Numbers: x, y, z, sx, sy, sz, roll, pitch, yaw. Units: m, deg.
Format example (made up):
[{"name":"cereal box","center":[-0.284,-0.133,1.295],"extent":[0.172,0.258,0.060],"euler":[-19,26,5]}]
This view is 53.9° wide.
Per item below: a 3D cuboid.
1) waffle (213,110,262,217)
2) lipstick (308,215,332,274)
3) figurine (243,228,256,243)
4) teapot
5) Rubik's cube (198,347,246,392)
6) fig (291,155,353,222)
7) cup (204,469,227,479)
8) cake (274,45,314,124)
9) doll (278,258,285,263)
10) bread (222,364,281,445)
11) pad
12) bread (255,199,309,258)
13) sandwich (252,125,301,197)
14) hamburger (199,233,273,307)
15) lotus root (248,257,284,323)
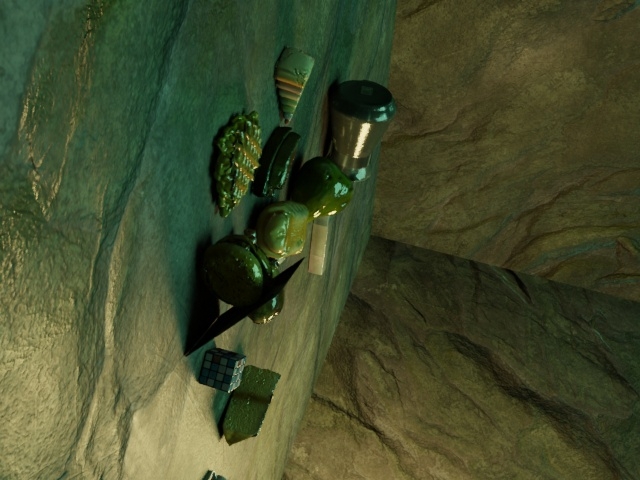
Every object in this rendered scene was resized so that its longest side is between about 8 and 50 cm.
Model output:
[{"name":"waffle","center":[-0.198,-0.189,1.524],"extent":[0.243,0.059,0.237],"euler":[97,10,-45]},{"name":"lipstick","center":[0.000,0.000,2.687],"extent":[0.066,0.068,0.317],"euler":[-62,162,-54]},{"name":"figurine","center":[-0.206,0.062,1.705],"extent":[0.147,0.094,0.197],"euler":[-98,-177,-54]},{"name":"teapot","center":[0.129,-0.432,2.429],"extent":[0.300,0.254,0.344],"euler":[-109,-155,-44]},{"name":"Rubik's cube","center":[-0.270,0.356,1.739],"extent":[0.092,0.092,0.092],"euler":[8,97,-79]},{"name":"fig","center":[-0.027,-0.143,2.145],"extent":[0.275,0.206,0.206],"euler":[-46,168,1]},{"name":"cup","center":[-0.347,0.796,2.015],"extent":[0.116,0.074,0.104],"euler":[-21,101,-71]},{"name":"cake","center":[-0.065,-0.428,1.773],"extent":[0.225,0.090,0.109],"euler":[86,18,-61]},{"name":"doll","center":[-0.132,0.042,2.113],"extent":[0.135,0.072,0.113],"euler":[90,26,-67]},{"name":"bread","center":[-0.227,0.566,2.109],"extent":[0.178,0.136,0.240],"euler":[92,14,-50]},{"name":"pad","center":[-0.188,0.165,1.582],"extent":[0.330,0.004,0.220],"euler":[-35,-171,26]},{"name":"bread","center":[-0.119,-0.037,1.910],"extent":[0.311,0.121,0.172],"euler":[-7,107,-78]},{"name":"sandwich","center":[-0.120,-0.205,1.796],"extent":[0.159,0.079,0.235],"euler":[93,15,-45]},{"name":"hamburger","center":[-0.204,0.082,1.511],"extent":[0.113,0.177,0.185],"euler":[-71,-176,-62]},{"name":"lotus root","center":[-0.168,0.151,1.907],"extent":[0.138,0.139,0.214],"euler":[-20,123,-77]}]
